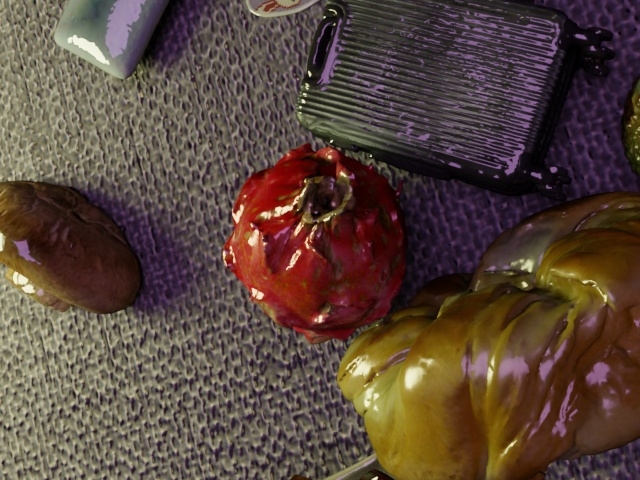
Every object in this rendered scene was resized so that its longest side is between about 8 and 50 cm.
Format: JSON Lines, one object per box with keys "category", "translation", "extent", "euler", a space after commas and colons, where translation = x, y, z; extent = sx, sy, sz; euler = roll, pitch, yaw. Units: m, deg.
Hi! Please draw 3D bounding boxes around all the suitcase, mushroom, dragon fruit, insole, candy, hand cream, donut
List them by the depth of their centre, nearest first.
{"category": "donut", "translation": [0.194, 0.084, 0.776], "extent": [0.360, 0.360, 0.170], "euler": [-26, 94, 17]}
{"category": "dragon fruit", "translation": [0.000, 0.000, 0.885], "extent": [0.210, 0.268, 0.205], "euler": [-12, 74, -7]}
{"category": "suitcase", "translation": [0.137, -0.167, 0.908], "extent": [0.312, 0.128, 0.202], "euler": [18, 94, 20]}
{"category": "hand cream", "translation": [0.028, 0.299, 0.981], "extent": [0.165, 0.037, 0.057], "euler": [-29, 78, 9]}
{"category": "insole", "translation": [-0.004, -0.324, 1.035], "extent": [0.197, 0.004, 0.065], "euler": [-14, 82, 19]}
{"category": "mushroom", "translation": [-0.377, 0.001, 1.076], "extent": [0.286, 0.151, 0.156], "euler": [27, 95, 19]}
{"category": "candy", "translation": [-0.265, -0.311, 1.093], "extent": [0.138, 0.071, 0.174], "euler": [30, 96, 20]}

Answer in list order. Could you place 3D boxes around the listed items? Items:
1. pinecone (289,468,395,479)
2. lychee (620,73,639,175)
{"category": "pinecone", "translation": [0.033, 0.411, 0.812], "extent": [0.398, 0.398, 0.397], "euler": [-1, 87, 20]}
{"category": "lychee", "translation": [0.378, -0.112, 0.809], "extent": [0.171, 0.171, 0.171], "euler": [-1, 87, 20]}
